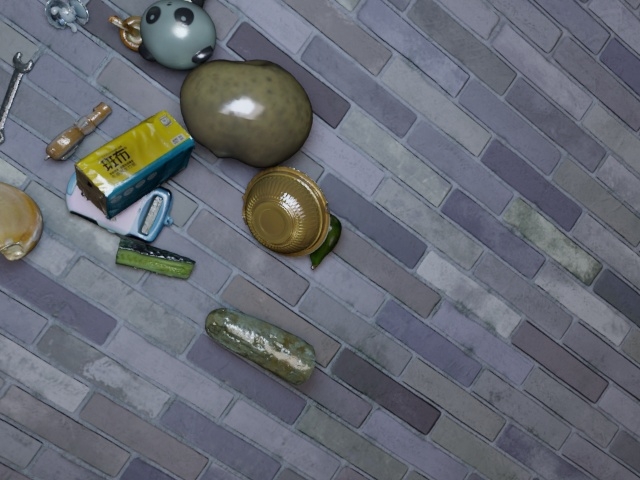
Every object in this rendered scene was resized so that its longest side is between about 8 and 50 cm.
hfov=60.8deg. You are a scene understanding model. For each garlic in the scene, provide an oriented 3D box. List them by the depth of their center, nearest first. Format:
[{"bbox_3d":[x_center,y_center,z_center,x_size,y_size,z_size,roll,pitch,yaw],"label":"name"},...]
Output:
[{"bbox_3d":[-0.820,-0.065,1.401,0.145,0.164,0.245,-38,94,12],"label":"garlic"}]

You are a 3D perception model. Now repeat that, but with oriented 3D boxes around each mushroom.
[{"bbox_3d":[-0.508,-0.565,1.457,0.088,0.073,0.129,-50,140,11],"label":"mushroom"}]

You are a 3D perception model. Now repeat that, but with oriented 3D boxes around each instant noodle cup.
[{"bbox_3d":[-0.112,-0.063,1.490,0.274,0.091,0.274,9,115,20],"label":"instant noodle cup"}]

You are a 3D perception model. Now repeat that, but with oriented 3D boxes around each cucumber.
[{"bbox_3d":[-0.459,0.047,1.527,0.211,0.062,0.078,14,129,-17],"label":"cucumber"}]

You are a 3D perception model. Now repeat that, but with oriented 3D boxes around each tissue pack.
[{"bbox_3d":[-0.476,-0.194,1.397,0.271,0.192,0.134,-41,91,-26],"label":"tissue pack"}]

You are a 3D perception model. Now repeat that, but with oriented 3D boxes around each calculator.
[{"bbox_3d":[-0.547,-0.104,1.501,0.293,0.051,0.173,23,89,-11],"label":"calculator"}]

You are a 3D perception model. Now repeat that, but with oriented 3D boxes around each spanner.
[{"bbox_3d":[-0.827,-0.374,1.449,0.054,0.015,0.255,21,90,-11],"label":"spanner"}]

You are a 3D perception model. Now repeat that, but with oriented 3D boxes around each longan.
[{"bbox_3d":[-0.192,-0.339,1.433,0.350,0.288,0.288,8,93,-18],"label":"longan"}]

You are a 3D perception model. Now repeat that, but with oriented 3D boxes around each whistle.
[{"bbox_3d":[-0.645,-0.284,1.453,0.057,0.107,0.220,46,71,-18],"label":"whistle"}]

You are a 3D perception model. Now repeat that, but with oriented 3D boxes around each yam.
[{"bbox_3d":[-0.176,0.293,1.562,0.330,0.133,0.133,27,89,-7],"label":"yam"}]

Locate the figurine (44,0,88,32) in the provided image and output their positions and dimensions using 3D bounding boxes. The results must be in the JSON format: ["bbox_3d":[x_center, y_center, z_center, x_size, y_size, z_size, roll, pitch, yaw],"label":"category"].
[{"bbox_3d":[-0.667,-0.592,1.433,0.082,0.094,0.086,26,55,25],"label":"figurine"}]

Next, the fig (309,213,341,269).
[{"bbox_3d":[0.000,0.000,1.585,0.117,0.117,0.177,3,117,-10],"label":"fig"}]

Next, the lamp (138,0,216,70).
[{"bbox_3d":[-0.366,-0.566,1.428,0.197,0.198,0.244,8,76,-10],"label":"lamp"}]
